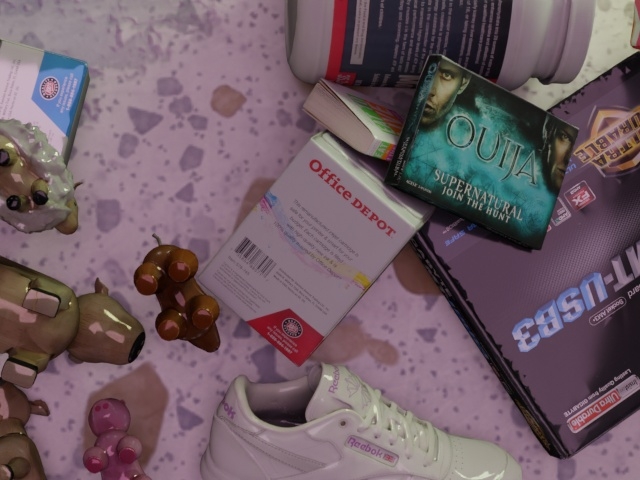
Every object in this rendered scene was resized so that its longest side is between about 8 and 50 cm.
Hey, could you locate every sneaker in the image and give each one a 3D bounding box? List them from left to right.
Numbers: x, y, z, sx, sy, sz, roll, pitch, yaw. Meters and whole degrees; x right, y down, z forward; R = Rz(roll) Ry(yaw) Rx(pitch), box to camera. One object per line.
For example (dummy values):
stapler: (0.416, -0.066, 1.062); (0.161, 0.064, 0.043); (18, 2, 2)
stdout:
sneaker: (0.045, 0.195, 1.487); (0.305, 0.114, 0.152); (6, 123, -7)

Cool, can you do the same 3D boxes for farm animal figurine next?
farm animal figurine: (-0.256, 0.100, 1.460); (0.327, 0.172, 0.330); (38, 95, -7)

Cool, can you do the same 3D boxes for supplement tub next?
supplement tub: (0.107, -0.237, 1.509); (0.272, 0.191, 0.191); (2, 86, -6)

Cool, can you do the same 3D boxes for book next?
book: (0.064, -0.098, 1.494); (0.096, 0.144, 0.035); (45, 111, 37)

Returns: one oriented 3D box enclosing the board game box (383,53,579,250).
board game box: (0.152, -0.079, 1.473); (0.186, 0.026, 0.126); (22, 84, -35)

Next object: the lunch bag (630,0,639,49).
lunch bag: (0.448, -0.218, 1.520); (0.293, 0.258, 0.120); (-1, 94, -27)

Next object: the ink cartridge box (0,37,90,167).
ink cartridge box: (-0.327, -0.122, 1.509); (0.190, 0.082, 0.140); (15, 85, -4)

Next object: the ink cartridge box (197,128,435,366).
ink cartridge box: (0.000, 0.000, 1.481); (0.128, 0.127, 0.176); (42, 108, 2)

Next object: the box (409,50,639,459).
box: (0.270, 0.014, 1.572); (0.295, 0.073, 0.293); (-33, 89, -7)
